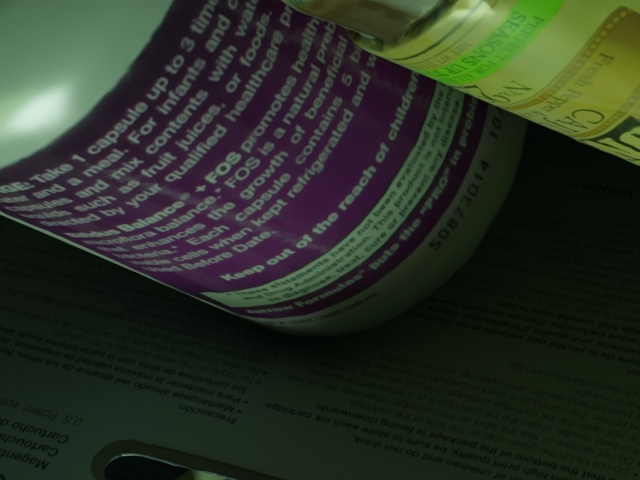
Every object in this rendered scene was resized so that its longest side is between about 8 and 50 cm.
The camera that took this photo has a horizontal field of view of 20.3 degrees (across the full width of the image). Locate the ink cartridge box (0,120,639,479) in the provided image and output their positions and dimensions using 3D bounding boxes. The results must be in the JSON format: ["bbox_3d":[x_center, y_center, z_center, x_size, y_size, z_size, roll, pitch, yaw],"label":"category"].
[{"bbox_3d":[0.012,0.036,0.750,0.324,0.330,0.071,12,136,25],"label":"ink cartridge box"}]

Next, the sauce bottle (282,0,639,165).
[{"bbox_3d":[0.149,-0.061,0.550,0.344,0.111,0.111,20,170,-23],"label":"sauce bottle"}]

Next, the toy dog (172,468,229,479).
[{"bbox_3d":[0.082,0.109,1.150,0.395,0.285,0.408,5,174,-20],"label":"toy dog"}]

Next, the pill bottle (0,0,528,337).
[{"bbox_3d":[-0.069,-0.082,0.599,0.169,0.169,0.301,8,168,37],"label":"pill bottle"}]
